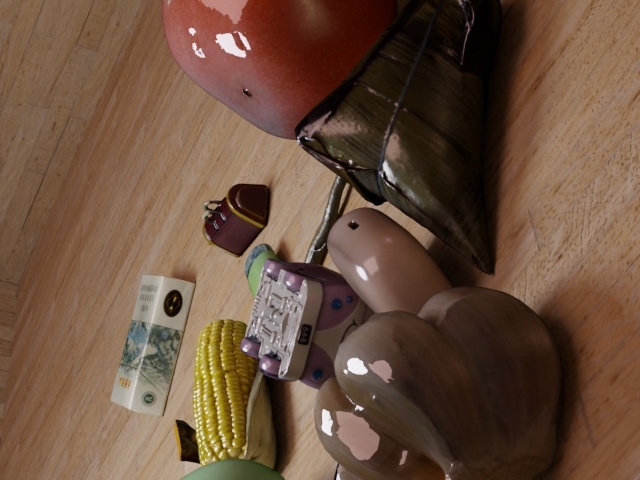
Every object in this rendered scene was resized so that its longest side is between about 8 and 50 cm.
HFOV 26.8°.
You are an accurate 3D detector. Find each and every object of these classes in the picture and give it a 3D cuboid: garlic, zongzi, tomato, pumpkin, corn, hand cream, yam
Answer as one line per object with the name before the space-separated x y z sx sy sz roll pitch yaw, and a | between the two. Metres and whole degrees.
garlic | 0.111 0.164 1.300 0.292 0.210 0.237 55 144 43
zongzi | 0.162 -0.135 1.518 0.286 0.138 0.300 -49 59 1
tomato | -0.068 -0.299 1.859 0.341 0.341 0.272 -23 44 65
pumpkin | -0.198 0.331 2.131 0.035 0.073 0.101 -61 21 22
corn | -0.125 0.235 1.969 0.305 0.122 0.123 -97 2 -51
hand cream | -0.077 0.070 2.049 0.095 0.046 0.175 -65 29 22
yam | 0.000 -0.001 1.919 0.029 0.027 0.234 -29 -39 -67

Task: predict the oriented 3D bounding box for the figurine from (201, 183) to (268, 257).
figurine | -0.158 -0.034 2.258 0.154 0.098 0.082 -45 39 49

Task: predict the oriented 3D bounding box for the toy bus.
toy bus | -0.006 0.105 1.692 0.202 0.142 0.142 -153 79 -70

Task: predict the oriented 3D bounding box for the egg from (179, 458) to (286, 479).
egg | -0.126 0.403 1.676 0.269 0.220 0.220 -62 23 12

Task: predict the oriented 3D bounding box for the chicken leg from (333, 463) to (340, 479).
chicken leg | 0.036 0.306 1.495 0.177 0.083 0.322 -57 -11 -72

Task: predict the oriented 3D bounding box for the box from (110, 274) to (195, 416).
box | -0.320 0.195 2.549 0.164 0.069 0.256 178 107 -69

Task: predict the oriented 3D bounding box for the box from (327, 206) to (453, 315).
box | 0.079 0.035 1.528 0.088 0.146 0.200 -41 21 -2
